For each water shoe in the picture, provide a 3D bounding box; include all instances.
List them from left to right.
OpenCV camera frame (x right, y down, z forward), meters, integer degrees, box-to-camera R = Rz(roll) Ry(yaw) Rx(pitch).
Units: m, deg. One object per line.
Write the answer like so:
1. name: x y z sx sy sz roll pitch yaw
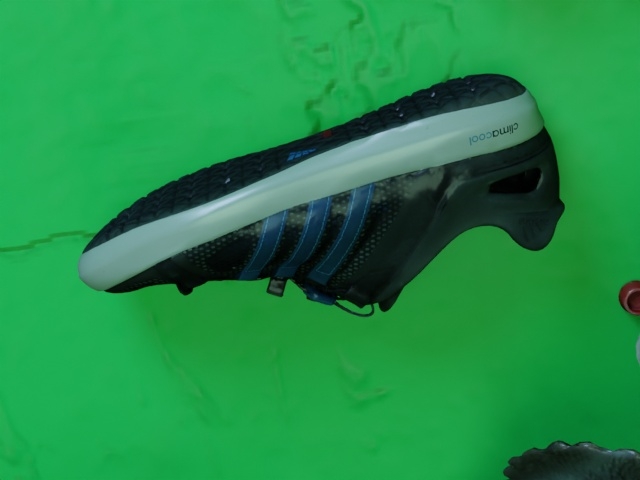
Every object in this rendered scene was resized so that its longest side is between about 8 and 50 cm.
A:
1. water shoe: 0.000 0.000 0.565 0.203 0.073 0.080 -19 105 10

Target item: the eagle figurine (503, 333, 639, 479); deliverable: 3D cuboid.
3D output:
1. eagle figurine: 0.162 0.159 0.531 0.225 0.298 0.226 -39 74 -9

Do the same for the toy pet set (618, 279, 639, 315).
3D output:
1. toy pet set: 0.192 0.073 0.573 0.114 0.065 0.122 -12 104 8
